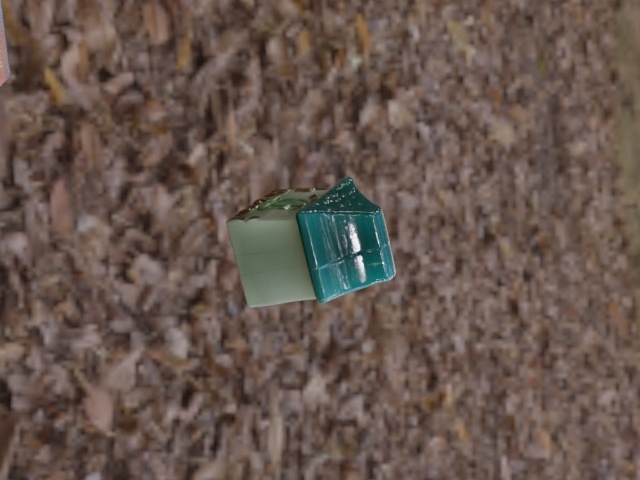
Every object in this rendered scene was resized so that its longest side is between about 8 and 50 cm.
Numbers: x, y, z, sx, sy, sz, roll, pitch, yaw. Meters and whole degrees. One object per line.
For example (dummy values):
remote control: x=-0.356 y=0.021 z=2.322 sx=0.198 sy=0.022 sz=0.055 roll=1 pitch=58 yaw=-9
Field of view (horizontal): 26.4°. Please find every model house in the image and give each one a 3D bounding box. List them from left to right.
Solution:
model house: x=0.000 y=0.000 z=1.397 sx=0.127 sy=0.148 sz=0.101 roll=-40 pitch=121 yaw=-59

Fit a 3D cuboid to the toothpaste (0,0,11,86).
toothpaste: x=-0.489 y=-0.363 z=1.869 sx=0.066 sy=0.076 sz=0.321 roll=-73 pitch=165 yaw=-58
